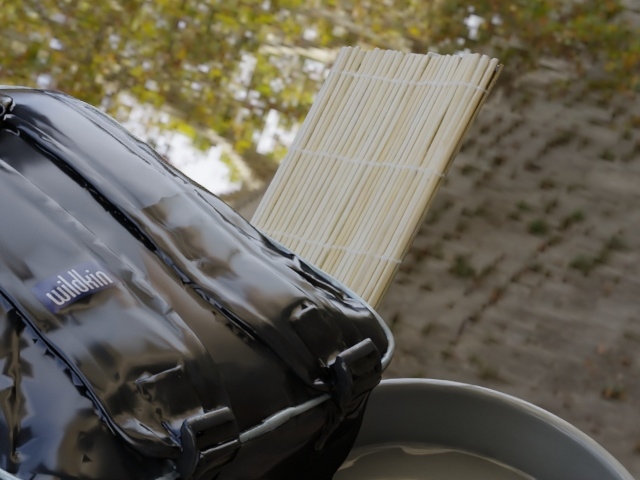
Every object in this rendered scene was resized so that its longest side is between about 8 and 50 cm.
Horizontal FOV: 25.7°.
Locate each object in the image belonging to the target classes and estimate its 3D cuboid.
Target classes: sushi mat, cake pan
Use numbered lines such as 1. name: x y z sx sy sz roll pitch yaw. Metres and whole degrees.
1. sushi mat: 0.000 0.000 0.939 0.019 0.151 0.316 41 -111 -38
2. cake pan: 0.085 0.208 0.927 0.293 0.293 0.054 -44 -29 -48

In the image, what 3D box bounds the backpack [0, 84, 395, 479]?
1. backpack: -0.126 0.047 0.619 0.225 0.253 0.191 -22 -32 -49
